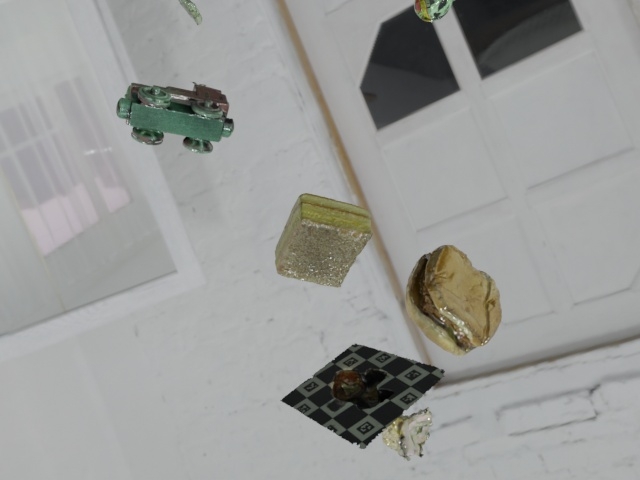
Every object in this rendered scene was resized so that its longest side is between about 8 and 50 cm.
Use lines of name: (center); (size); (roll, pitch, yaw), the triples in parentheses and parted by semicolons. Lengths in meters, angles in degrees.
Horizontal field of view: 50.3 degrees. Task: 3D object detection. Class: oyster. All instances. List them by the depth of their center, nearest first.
oyster: (0.198, 0.439, 1.557); (0.072, 0.132, 0.209); (19, -170, 30)

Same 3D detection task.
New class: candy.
candy: (0.390, -0.634, 1.738); (0.306, 0.091, 0.083); (-12, -144, 12)

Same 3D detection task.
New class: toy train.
toy train: (-0.386, -0.344, 1.812); (0.305, 0.221, 0.150); (9, 120, -21)

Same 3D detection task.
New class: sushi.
sushi: (0.067, 0.246, 1.061); (0.193, 0.040, 0.210); (-32, -154, -31)

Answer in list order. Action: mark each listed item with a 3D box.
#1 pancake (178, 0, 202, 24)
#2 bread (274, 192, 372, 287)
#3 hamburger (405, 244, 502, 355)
pancake: (-0.231, -0.407, 1.094); (0.023, 0.129, 0.116); (-31, -146, -4)
bread: (0.000, 0.000, 1.630); (0.184, 0.110, 0.234); (13, 139, -14)
hamburger: (0.349, 0.162, 1.787); (0.145, 0.283, 0.259); (-36, -163, 44)
